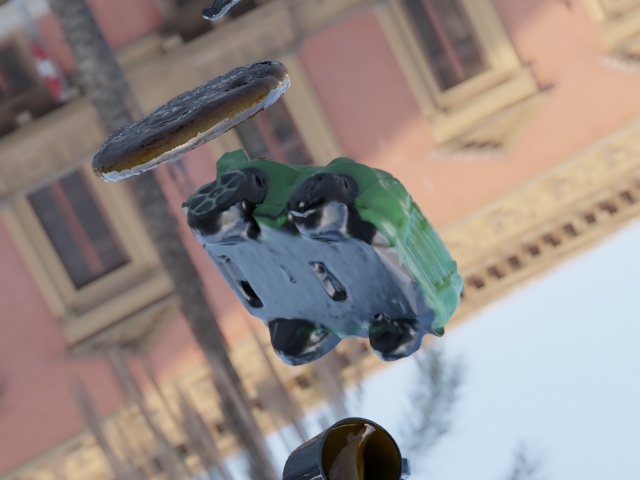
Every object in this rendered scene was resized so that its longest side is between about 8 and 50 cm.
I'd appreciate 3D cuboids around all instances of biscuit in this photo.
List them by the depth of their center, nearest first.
[{"bbox_3d":[-0.122,-0.113,1.814,0.212,0.036,0.212,-26,-169,6],"label":"biscuit"}]

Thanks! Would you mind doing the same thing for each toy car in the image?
[{"bbox_3d":[0.000,0.000,2.075,0.359,0.213,0.176,-4,-142,48],"label":"toy car"}]

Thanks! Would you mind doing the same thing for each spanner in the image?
[{"bbox_3d":[-0.053,-0.349,2.596,0.254,0.054,0.015,-17,159,26],"label":"spanner"}]

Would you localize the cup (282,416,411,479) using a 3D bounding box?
[{"bbox_3d":[0.038,0.305,2.516,0.138,0.150,0.113,-36,-154,61],"label":"cup"}]
